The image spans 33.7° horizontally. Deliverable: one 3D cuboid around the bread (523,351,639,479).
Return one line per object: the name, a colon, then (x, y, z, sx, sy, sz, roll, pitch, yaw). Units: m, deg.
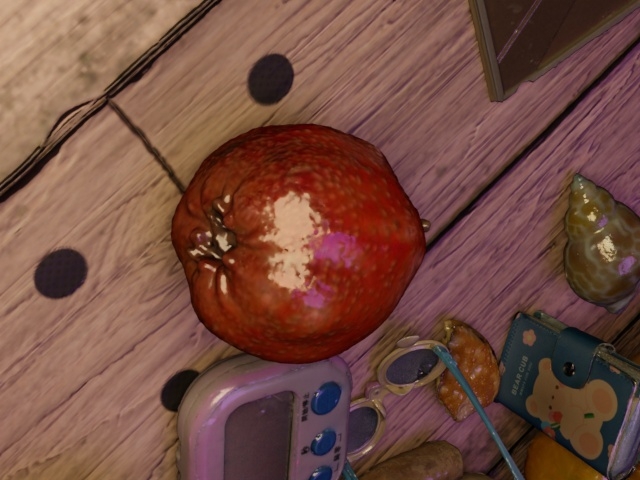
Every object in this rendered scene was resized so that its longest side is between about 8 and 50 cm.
bread: (0.447, 0.284, 1.403, 0.394, 0.250, 0.361, -23, 125, -21)

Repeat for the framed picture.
framed picture: (0.265, -0.295, 1.076, 0.289, 0.020, 0.211, -36, 131, -16)

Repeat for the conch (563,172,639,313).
conch: (0.338, 0.018, 1.260, 0.116, 0.106, 0.173, -63, 155, -17)

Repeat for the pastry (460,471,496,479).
pastry: (0.165, 0.361, 1.331, 0.165, 0.088, 0.166, -19, 125, -30)

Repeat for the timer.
timer: (-0.058, 0.202, 1.081, 0.190, 0.069, 0.209, -14, 124, -31)

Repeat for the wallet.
wallet: (0.300, 0.176, 1.246, 0.059, 0.202, 0.141, -1, 111, -36)

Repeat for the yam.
yam: (0.033, 0.306, 1.212, 0.299, 0.066, 0.066, -18, 125, -29)

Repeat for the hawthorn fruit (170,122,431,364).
hawthorn fruit: (0.000, 0.000, 0.922, 0.253, 0.205, 0.205, 0, 115, -43)

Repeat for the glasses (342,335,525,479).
glasses: (0.124, 0.235, 1.149, 0.190, 0.220, 0.088, -51, 155, 16)

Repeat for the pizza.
pizza: (0.166, 0.155, 1.248, 0.099, 0.035, 0.160, -53, 134, -12)
